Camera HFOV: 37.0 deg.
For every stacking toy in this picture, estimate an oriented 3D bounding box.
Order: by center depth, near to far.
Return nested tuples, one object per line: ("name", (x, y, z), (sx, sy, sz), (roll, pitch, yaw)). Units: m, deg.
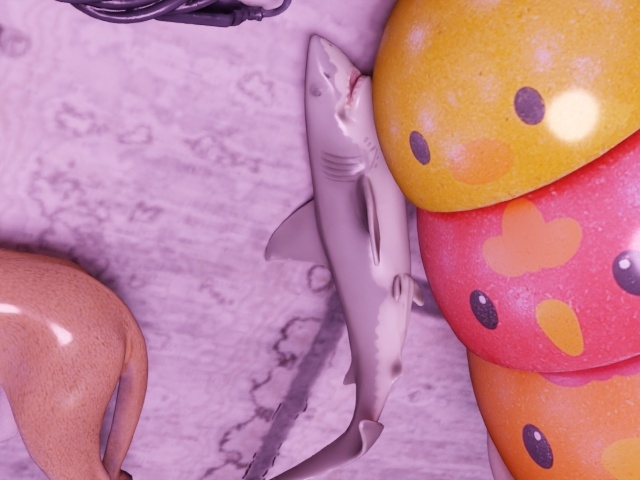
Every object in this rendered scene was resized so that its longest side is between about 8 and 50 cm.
("stacking toy", (0.141, -0.070, 0.574), (0.350, 0.350, 0.480), (-40, 109, 4))

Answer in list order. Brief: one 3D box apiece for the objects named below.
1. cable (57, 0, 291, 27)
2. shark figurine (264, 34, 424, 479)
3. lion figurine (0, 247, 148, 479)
("cable", (-0.086, -0.192, 0.513), (0.184, 0.047, 0.150), (3, 118, -23))
("shark figurine", (0.007, 0.026, 0.637), (0.116, 0.278, 0.166), (-6, 165, 24))
("lion figurine", (-0.233, 0.044, 0.548), (0.392, 0.142, 0.240), (18, 113, -37))
